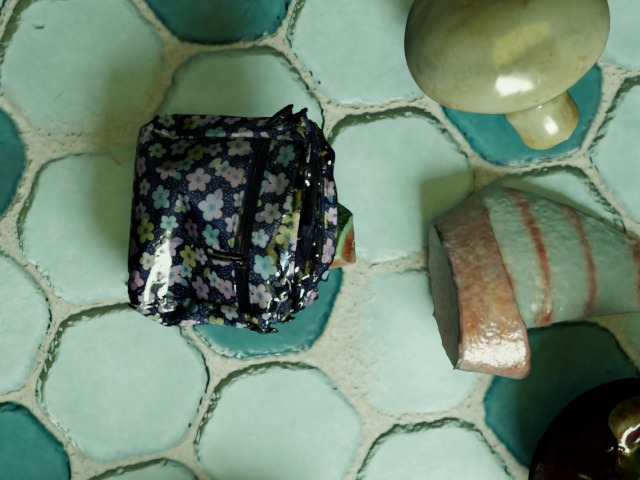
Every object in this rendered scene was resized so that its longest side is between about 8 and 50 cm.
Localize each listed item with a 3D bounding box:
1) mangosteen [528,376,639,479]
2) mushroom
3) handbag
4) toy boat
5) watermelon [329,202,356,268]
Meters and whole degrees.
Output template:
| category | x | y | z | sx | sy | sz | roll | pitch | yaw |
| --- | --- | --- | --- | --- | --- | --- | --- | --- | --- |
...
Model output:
| category | x | y | z | sx | sy | sz | roll | pitch | yaw |
| --- | --- | --- | --- | --- | --- | --- | --- | --- | --- |
| mangosteen | 0.322 | 0.237 | 1.417 | 0.228 | 0.265 | 0.228 | -1 | 67 | 1 |
| mushroom | 0.199 | -0.206 | 1.450 | 0.209 | 0.206 | 0.206 | 21 | 88 | -47 |
| handbag | -0.084 | -0.023 | 1.421 | 0.207 | 0.127 | 0.229 | 4 | 87 | 24 |
| toy boat | 0.254 | 0.036 | 1.504 | 0.282 | 0.096 | 0.206 | -5 | 77 | -15 |
| watermelon | -0.006 | -0.001 | 1.490 | 0.084 | 0.072 | 0.092 | -2 | 52 | 5 |
